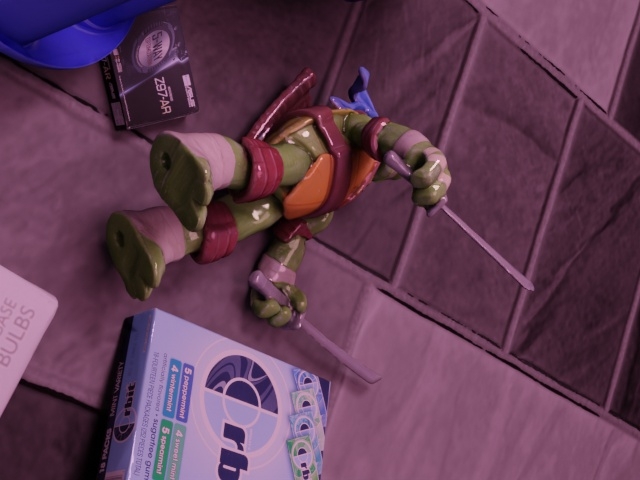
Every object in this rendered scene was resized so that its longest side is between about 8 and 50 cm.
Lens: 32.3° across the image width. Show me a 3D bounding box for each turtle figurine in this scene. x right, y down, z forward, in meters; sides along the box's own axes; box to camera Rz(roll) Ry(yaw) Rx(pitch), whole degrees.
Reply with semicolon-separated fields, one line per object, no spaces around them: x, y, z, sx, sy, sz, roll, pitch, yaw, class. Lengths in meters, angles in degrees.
0.000;0.000;0.822;0.266;0.198;0.274;-10;93;-40;turtle figurine

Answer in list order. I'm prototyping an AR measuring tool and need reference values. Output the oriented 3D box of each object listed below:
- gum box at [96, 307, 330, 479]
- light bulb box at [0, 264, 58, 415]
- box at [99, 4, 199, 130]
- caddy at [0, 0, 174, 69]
-0.076;0.156;0.837;0.184;0.041;0.156;29;56;-38;gum box
-0.381;0.086;0.483;0.361;0.225;0.357;37;68;-36;light bulb box
-0.130;-0.129;0.824;0.067;0.018;0.083;-19;103;-38;box
-0.171;-0.281;0.686;0.241;0.179;0.341;-34;113;-58;caddy
